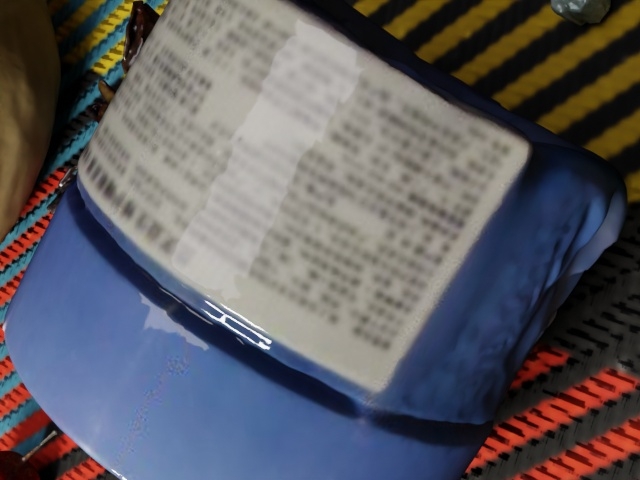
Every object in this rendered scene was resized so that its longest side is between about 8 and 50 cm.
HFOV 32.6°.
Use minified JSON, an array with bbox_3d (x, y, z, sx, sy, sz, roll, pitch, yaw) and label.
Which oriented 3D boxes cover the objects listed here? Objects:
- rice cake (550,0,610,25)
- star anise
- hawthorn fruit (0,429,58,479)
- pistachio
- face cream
[{"bbox_3d":[0.149,-0.205,0.617,0.029,0.033,0.171,-4,79,42],"label":"rice cake"},{"bbox_3d":[-0.133,-0.069,0.800,0.157,0.053,0.212,-17,73,34],"label":"star anise"},{"bbox_3d":[-0.234,0.180,0.822,0.067,0.067,0.103,41,105,36],"label":"hawthorn fruit"},{"bbox_3d":[-0.298,-0.112,0.872,0.181,0.162,0.293,5,88,56],"label":"pistachio"},{"bbox_3d":[0.000,0.000,0.555,0.249,0.249,0.225,41,107,36],"label":"face cream"}]
